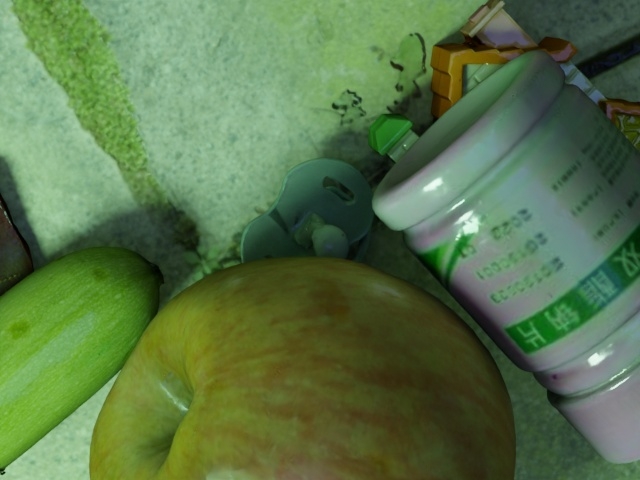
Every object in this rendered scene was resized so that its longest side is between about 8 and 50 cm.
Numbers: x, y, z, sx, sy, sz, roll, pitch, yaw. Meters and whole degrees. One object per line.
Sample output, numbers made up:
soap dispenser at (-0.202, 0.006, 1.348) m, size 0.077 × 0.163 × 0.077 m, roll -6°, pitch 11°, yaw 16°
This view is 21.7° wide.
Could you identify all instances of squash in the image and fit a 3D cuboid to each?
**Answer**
squash at (-0.256, 0.096, 1.582) m, size 0.247 × 0.132 × 0.132 m, roll -42°, pitch 104°, yaw 0°

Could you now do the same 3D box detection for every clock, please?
clock at (0.202, -0.092, 1.624) m, size 0.255 × 0.106 × 0.220 m, roll 43°, pitch 92°, yaw -13°

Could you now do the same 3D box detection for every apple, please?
apple at (-0.017, 0.203, 1.501) m, size 0.346 × 0.391 × 0.391 m, roll 24°, pitch 96°, yaw -24°

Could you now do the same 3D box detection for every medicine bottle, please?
medicine bottle at (0.224, 0.015, 1.488) m, size 0.212 × 0.212 × 0.325 m, roll -42°, pitch 98°, yaw 1°

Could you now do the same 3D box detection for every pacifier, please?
pacifier at (0.000, 0.000, 1.608) m, size 0.150 × 0.116 × 0.127 m, roll -47°, pitch 117°, yaw -1°

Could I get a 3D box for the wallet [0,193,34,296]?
wallet at (-0.405, 0.039, 1.597) m, size 0.255 × 0.031 × 0.137 m, roll -23°, pitch 103°, yaw -4°
